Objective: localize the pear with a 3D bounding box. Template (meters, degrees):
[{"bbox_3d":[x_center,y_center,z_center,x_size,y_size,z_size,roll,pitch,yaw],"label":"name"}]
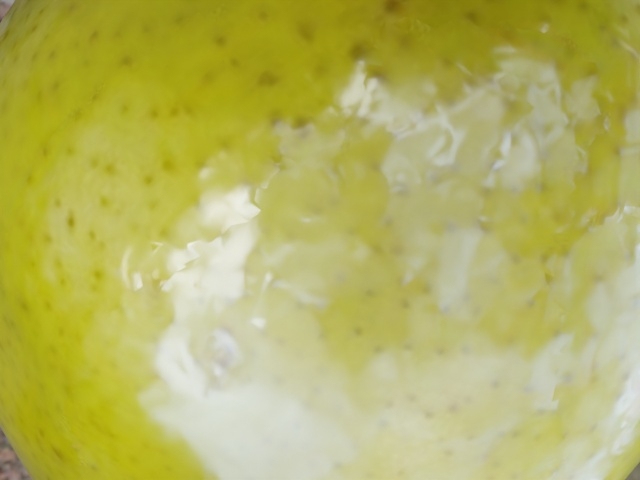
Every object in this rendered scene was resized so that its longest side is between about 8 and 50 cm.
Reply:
[{"bbox_3d":[0.000,0.000,0.596,0.362,0.362,0.418,-2,140,-39],"label":"pear"}]
